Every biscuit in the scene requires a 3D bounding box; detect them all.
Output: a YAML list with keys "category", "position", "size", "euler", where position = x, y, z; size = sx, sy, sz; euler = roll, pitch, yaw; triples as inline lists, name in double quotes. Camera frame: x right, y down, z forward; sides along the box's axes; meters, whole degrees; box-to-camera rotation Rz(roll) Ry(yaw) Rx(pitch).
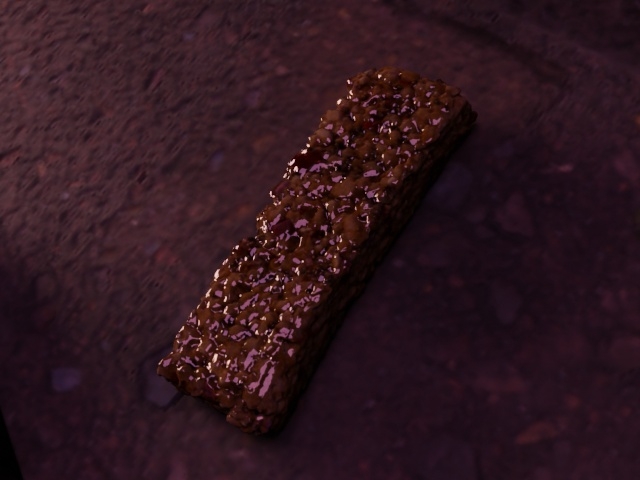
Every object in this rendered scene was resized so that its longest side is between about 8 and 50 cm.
- category: "biscuit"
  position: [0.000, 0.000, 0.702]
  size: [0.064, 0.034, 0.199]
  euler: [23, 68, 27]

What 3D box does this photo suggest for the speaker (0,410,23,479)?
- category: "speaker"
  position: [-0.198, 0.045, 0.727]
  size: [0.046, 0.040, 0.191]
  euler: [-27, 57, 1]
